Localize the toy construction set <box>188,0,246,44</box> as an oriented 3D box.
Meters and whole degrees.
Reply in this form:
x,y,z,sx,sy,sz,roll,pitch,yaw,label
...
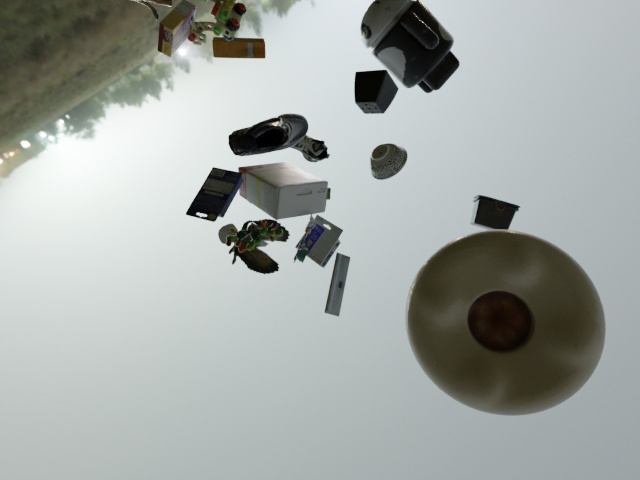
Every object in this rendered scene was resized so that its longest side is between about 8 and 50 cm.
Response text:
x,y,z,sx,sy,sz,roll,pitch,yaw,label
-0.417,-0.912,1.595,0.151,0.215,0.327,-9,-120,61,toy construction set

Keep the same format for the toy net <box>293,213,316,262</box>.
x,y,z,sx,sy,sz,roll,pitch,yaw,label
-0.064,-0.006,1.844,0.122,0.045,0.232,125,-14,-74,toy net

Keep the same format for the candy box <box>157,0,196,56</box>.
x,y,z,sx,sy,sz,roll,pitch,yaw,label
-0.499,-0.738,1.404,0.109,0.053,0.186,-52,-164,51,candy box

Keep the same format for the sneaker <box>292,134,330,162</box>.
x,y,z,sx,sy,sz,roll,pitch,yaw,label
-0.053,-0.400,1.664,0.153,0.235,0.094,14,-110,49,sneaker

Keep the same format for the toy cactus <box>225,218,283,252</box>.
x,y,z,sx,sy,sz,roll,pitch,yaw,label
-0.264,-0.035,1.575,0.219,0.112,0.180,-19,-155,-9,toy cactus

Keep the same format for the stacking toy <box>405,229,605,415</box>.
x,y,z,sx,sy,sz,roll,pitch,yaw,label
0.392,0.167,0.954,0.351,0.350,0.480,-26,170,12,stacking toy

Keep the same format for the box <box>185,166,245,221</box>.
x,y,z,sx,sy,sz,roll,pitch,yaw,label
-0.389,-0.166,1.495,0.137,0.036,0.225,15,-116,19,box

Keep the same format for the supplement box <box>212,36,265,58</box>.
x,y,z,sx,sy,sz,roll,pitch,yaw,label
-0.368,-0.873,1.832,0.234,0.080,0.078,-5,-142,-8,supplement box

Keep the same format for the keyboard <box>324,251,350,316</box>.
x,y,z,sx,sy,sz,roll,pitch,yaw,label
0.072,0.179,1.656,0.014,0.072,0.255,-10,-117,53,keyboard

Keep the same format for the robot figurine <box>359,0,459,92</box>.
x,y,z,sx,sy,sz,roll,pitch,yaw,label
0.233,-0.521,1.071,0.209,0.278,0.173,-30,-156,55,robot figurine

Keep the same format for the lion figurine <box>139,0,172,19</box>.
x,y,z,sx,sy,sz,roll,pitch,yaw,label
-0.585,-0.862,1.279,0.241,0.142,0.392,-11,167,-35,lion figurine

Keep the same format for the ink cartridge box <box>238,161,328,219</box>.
x,y,z,sx,sy,sz,roll,pitch,yaw,label
-0.188,-0.248,1.945,0.280,0.160,0.385,-13,-151,-33,ink cartridge box

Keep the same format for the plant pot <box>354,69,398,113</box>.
x,y,z,sx,sy,sz,roll,pitch,yaw,label
0.285,-0.786,2.170,0.188,0.188,0.166,11,-99,34,plant pot

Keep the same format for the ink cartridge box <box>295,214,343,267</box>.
x,y,z,sx,sy,sz,roll,pitch,yaw,label
0.000,0.000,2.009,0.206,0.045,0.208,35,-88,40,ink cartridge box

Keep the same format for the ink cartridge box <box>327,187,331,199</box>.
x,y,z,sx,sy,sz,roll,pitch,yaw,label
-0.023,-0.249,2.127,0.109,0.062,0.209,0,-173,-12,ink cartridge box

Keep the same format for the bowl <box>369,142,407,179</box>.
x,y,z,sx,sy,sz,roll,pitch,yaw,label
0.259,-0.337,1.635,0.170,0.080,0.170,-22,-131,28,bowl

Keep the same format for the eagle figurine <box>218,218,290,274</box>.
x,y,z,sx,sy,sz,roll,pitch,yaw,label
-0.311,0.013,1.909,0.299,0.226,0.225,11,-145,45,eagle figurine

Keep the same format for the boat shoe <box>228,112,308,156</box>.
x,y,z,sx,sy,sz,roll,pitch,yaw,label
-0.136,-0.366,1.404,0.341,0.127,0.158,-31,-151,-34,boat shoe

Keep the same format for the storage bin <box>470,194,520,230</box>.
x,y,z,sx,sy,sz,roll,pitch,yaw,label
0.546,-0.080,1.278,0.098,0.135,0.090,23,84,-84,storage bin
